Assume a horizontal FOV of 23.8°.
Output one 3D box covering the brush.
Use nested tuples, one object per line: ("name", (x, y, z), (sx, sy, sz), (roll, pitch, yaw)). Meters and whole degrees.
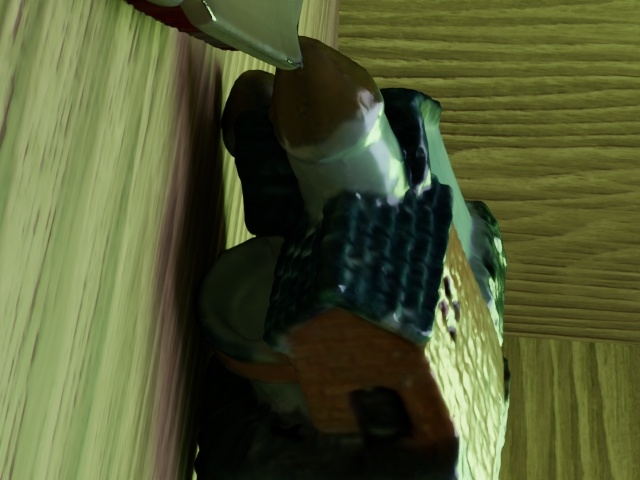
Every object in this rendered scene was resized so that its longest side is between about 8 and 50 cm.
("brush", (-0.054, -0.106, 0.531), (0.321, 0.050, 0.060), (0, 96, -80))

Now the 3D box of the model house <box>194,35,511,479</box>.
("model house", (0.000, 0.000, 0.855), (0.253, 0.185, 0.291), (-75, 157, -45))
